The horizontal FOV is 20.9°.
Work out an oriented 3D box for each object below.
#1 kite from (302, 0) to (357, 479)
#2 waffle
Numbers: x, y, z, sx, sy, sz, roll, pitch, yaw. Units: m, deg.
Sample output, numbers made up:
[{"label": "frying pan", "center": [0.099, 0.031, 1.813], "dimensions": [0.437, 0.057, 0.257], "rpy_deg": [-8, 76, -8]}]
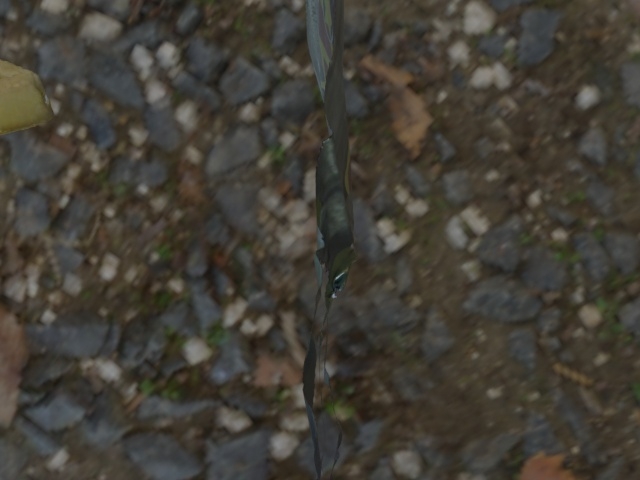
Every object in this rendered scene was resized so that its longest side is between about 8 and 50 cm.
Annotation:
[{"label": "kite", "center": [0.002, 0.000, 0.406], "dimensions": [0.015, 0.141, 0.245], "rpy_deg": [1, 75, 0]}, {"label": "waffle", "center": [-0.179, -0.058, 0.671], "dimensions": [0.097, 0.152, 0.023], "rpy_deg": [-19, 117, -31]}]
